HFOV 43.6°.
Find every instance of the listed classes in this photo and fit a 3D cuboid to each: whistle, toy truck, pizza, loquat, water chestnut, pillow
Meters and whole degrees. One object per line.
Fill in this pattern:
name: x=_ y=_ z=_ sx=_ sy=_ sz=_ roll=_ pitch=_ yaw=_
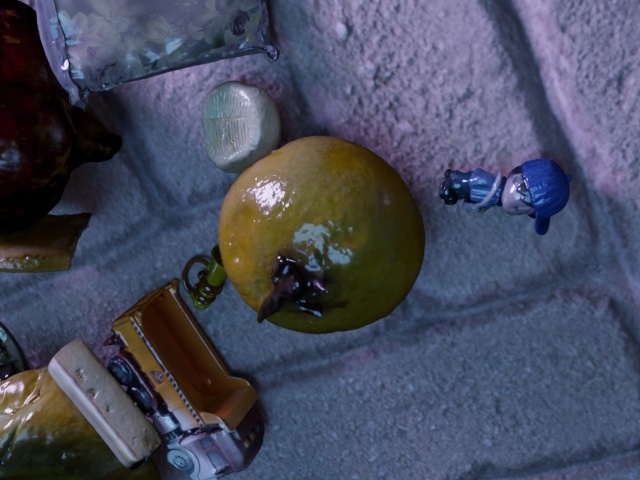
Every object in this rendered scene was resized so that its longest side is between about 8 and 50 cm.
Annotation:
whistle: x=-0.153 y=0.050 z=1.066 sx=0.057 sy=0.046 sz=0.109 roll=31 pitch=127 yaw=-15
toy truck: x=-0.185 y=0.200 z=1.109 sx=0.135 sy=0.114 sz=0.270 roll=-24 pitch=103 yaw=31
pizza: x=-0.372 y=-0.005 z=0.991 sx=0.181 sy=0.262 sz=0.034 roll=4 pitch=104 yaw=-2
loquat: x=0.000 y=0.000 z=0.883 sx=0.244 sy=0.244 sz=0.243 roll=7 pitch=116 yaw=14
water chestnut: x=-0.383 y=-0.133 z=0.936 sx=0.289 sy=0.289 sz=0.244 roll=-29 pitch=113 yaw=27
pillow: x=-0.177 y=-0.246 z=0.875 sx=0.255 sy=0.059 sz=0.169 roll=-14 pitch=96 yaw=-7

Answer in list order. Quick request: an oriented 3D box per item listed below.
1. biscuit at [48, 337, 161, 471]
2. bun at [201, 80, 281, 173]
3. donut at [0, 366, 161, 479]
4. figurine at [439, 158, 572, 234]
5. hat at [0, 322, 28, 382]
biscuit: x=-0.290 y=0.220 z=1.071 sx=0.188 sy=0.056 sz=0.052 roll=50 pitch=141 yaw=3
bun: x=-0.087 y=-0.134 z=0.936 sx=0.115 sy=0.069 sz=0.115 roll=10 pitch=105 yaw=39
donut: x=-0.416 y=0.344 z=1.167 sx=0.361 sy=0.170 sz=0.360 roll=-5 pitch=120 yaw=-9
figurine: x=0.208 y=-0.060 z=0.892 sx=0.136 sy=0.077 sz=0.079 roll=20 pitch=85 yaw=25
hat: x=-0.594 y=0.222 z=1.235 sx=0.257 sy=0.130 sz=0.257 roll=7 pitch=117 yaw=14
